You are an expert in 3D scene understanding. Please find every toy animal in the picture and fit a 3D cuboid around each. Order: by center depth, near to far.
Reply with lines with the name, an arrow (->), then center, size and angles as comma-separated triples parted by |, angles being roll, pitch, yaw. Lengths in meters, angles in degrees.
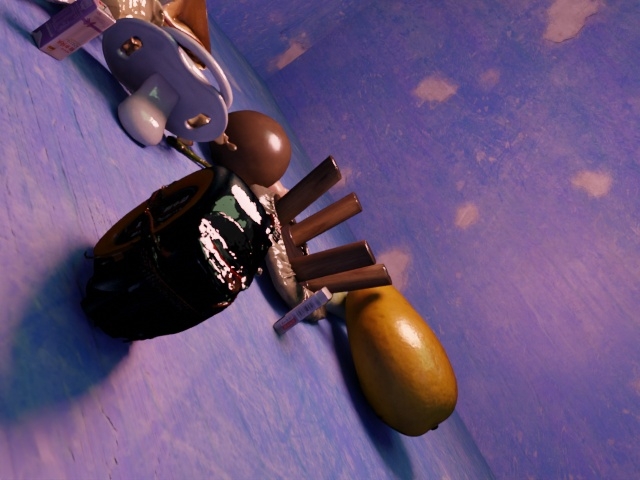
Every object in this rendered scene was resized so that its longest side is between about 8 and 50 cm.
toy animal -> -0.324, -0.318, 1.195 | 0.312, 0.097, 0.157 | 51, 5, -39
toy animal -> -0.132, -0.128, 1.576 | 0.150, 0.083, 0.089 | 48, 19, 20

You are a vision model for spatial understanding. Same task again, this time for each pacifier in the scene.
pacifier -> -0.301, -0.268, 0.997 | 0.279, 0.227, 0.207 | 48, 53, -30

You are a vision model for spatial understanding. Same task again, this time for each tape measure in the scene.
tape measure -> -0.154, 0.012, 0.611 | 0.135, 0.202, 0.223 | 54, 24, -26

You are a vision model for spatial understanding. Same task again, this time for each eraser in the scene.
eraser -> -0.034, 0.137, 1.046 | 0.029, 0.122, 0.052 | 54, 9, 3

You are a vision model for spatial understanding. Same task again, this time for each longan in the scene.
longan -> -0.176, -0.232, 1.360 | 0.220, 0.196, 0.196 | 47, 5, 21

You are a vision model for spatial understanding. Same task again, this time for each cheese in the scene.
cheese -> -0.419, -0.431, 0.988 | 0.286, 0.163, 0.082 | -38, 136, -65

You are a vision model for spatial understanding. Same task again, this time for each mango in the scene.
mango -> 0.174, 0.266, 1.337 | 0.301, 0.220, 0.445 | 65, -2, -52

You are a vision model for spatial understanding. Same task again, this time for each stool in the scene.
stool -> 0.000, 0.000, 1.251 | 0.310, 0.226, 0.310 | 69, 10, 22

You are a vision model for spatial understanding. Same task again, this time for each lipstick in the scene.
lipstick -> 0.054, 0.177, 1.510 | 0.076, 0.076, 0.304 | 62, 10, 27

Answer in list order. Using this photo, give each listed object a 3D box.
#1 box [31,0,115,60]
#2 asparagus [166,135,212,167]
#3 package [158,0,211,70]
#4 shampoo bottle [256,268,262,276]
box -> -0.387, -0.335, 0.840 | 0.036, 0.117, 0.050 | 63, 8, 12
asparagus -> -0.270, -0.178, 1.213 | 0.233, 0.023, 0.022 | 39, 64, -61
package -> -0.413, -0.545, 1.270 | 0.311, 0.165, 0.221 | 43, -35, 33
shampoo bottle -> -0.166, 0.027, 0.941 | 0.063, 0.057, 0.207 | 60, 10, 19
